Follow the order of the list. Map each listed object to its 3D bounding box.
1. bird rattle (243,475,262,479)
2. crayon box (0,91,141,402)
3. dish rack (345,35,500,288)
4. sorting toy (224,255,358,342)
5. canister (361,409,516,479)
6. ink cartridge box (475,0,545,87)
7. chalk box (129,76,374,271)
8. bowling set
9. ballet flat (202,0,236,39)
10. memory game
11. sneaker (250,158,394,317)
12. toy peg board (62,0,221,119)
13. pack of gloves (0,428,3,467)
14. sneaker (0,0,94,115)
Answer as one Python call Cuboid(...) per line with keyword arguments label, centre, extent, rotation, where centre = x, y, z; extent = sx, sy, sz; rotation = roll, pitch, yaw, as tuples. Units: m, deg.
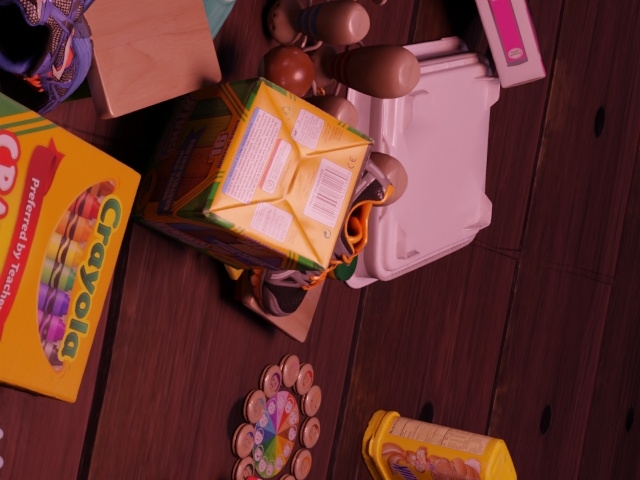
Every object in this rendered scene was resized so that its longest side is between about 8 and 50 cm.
Cuboid(label="bird rattle", centre=(-0.112, 0.324, 1.469), extent=(0.207, 0.143, 0.253), rotation=(53, 48, -33))
Cuboid(label="crayon box", centre=(-0.249, 0.004, 1.151), extent=(0.318, 0.081, 0.202), rotation=(31, 71, -61))
Cuboid(label="dish rack", centre=(0.134, -0.097, 1.842), extent=(0.333, 0.072, 0.285), rotation=(-20, 117, -57))
Cuboid(label="sorting toy", centre=(-0.047, 0.020, 1.565), extent=(0.274, 0.046, 0.132), rotation=(41, 63, -59))
Cuboid(label="canister", centre=(0.151, 0.280, 1.882), extent=(0.073, 0.170, 0.126), rotation=(-63, 147, -30))
Cuboid(label="ink cartridge box", centre=(0.193, -0.370, 1.800), extent=(0.371, 0.069, 0.175), rotation=(60, 20, -47))
Cuboid(label="chalk box", centre=(-0.077, -0.055, 1.352), extent=(0.132, 0.213, 0.132), rotation=(27, 76, -29))
Cuboid(label="bowling set", centre=(-0.009, -0.181, 1.509), extent=(0.200, 0.154, 0.286), rotation=(9, 92, -43))
Cuboid(label="ballet flat", centre=(-0.085, -0.294, 1.351), extent=(0.083, 0.087, 0.247), rotation=(-23, 119, -58))
Cuboid(label="memory game", centre=(-0.045, 0.218, 1.668), extent=(0.186, 0.012, 0.186), rotation=(-27, 121, -56))
Cuboid(label="sneaker", centre=(0.000, 0.000, 1.458), extent=(0.084, 0.083, 0.214), rotation=(-39, 159, -51))
Cuboid(label="toy peg board", centre=(-0.175, -0.190, 1.252), extent=(0.161, 0.079, 0.160), rotation=(-29, 108, -56))
Cuboid(label="pack of gloves", centre=(-0.328, 0.216, 1.122), extent=(0.232, 0.046, 0.195), rotation=(39, 69, -69))
Cuboid(label="sneaker", centre=(-0.216, -0.151, 1.097), extent=(0.087, 0.083, 0.221), rotation=(-57, 177, -29))
